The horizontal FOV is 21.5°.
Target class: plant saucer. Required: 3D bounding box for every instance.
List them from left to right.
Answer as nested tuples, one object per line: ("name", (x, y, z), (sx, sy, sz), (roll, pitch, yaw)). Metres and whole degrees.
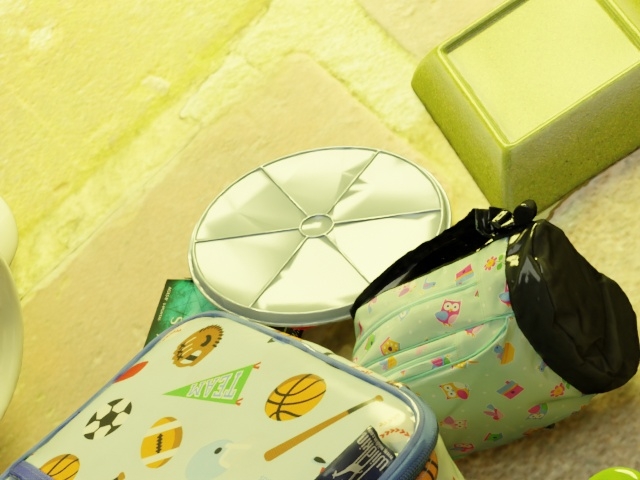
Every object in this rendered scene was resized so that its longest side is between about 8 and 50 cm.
("plant saucer", (0.173, -0.129, 1.270), (0.188, 0.045, 0.188), (-33, 48, 5))

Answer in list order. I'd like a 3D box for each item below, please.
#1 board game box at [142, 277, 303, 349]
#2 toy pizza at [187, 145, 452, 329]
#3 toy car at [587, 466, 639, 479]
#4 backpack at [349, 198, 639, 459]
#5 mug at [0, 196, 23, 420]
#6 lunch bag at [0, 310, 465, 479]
("board game box", (-0.086, 0.113, 1.258), (0.126, 0.026, 0.186), (-1, 58, 29))
("toy pizza", (0.000, 0.000, 1.265), (0.201, 0.032, 0.201), (-9, 40, 7))
("toy car", (0.136, 0.214, 0.992), (0.188, 0.155, 0.149), (4, 60, 46))
("backpack", (0.100, 0.070, 1.109), (0.182, 0.152, 0.115), (-23, 40, 30))
("mug", (-0.394, 0.049, 1.346), (0.328, 0.276, 0.374), (1, 29, 24))
("lunch bag", (-0.063, 0.169, 0.992), (0.243, 0.115, 0.303), (-40, 29, -20))
